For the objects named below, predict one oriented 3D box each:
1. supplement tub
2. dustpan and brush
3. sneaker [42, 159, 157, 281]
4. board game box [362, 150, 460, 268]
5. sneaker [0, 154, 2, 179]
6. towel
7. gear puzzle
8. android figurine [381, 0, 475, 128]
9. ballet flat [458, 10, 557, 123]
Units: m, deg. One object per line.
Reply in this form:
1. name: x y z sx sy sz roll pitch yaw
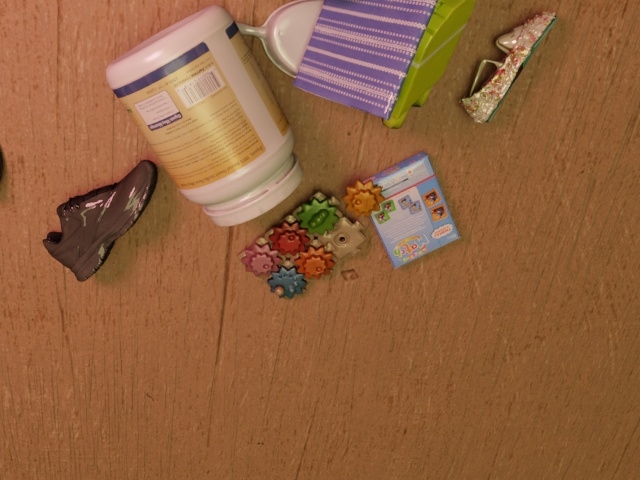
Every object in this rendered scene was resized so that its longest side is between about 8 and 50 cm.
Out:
1. supplement tub: -0.183 -0.205 0.978 0.228 0.228 0.316 -27 117 4
2. dustpan and brush: -0.074 -0.367 1.021 0.211 0.060 0.147 4 105 -19
3. sneaker: -0.421 -0.051 1.089 0.130 0.109 0.286 39 102 -17
4. board game box: 0.188 -0.061 1.219 0.160 0.039 0.212 -26 116 4
5. sneaker: -0.650 -0.186 1.009 0.097 0.084 0.235 0 118 17
6. towel: 0.093 -0.378 0.917 0.040 0.243 0.336 13 104 -45
7. gear puzzle: 0.000 0.000 1.191 0.339 0.044 0.175 -38 116 18
8. android figurine: 0.179 -0.321 0.984 0.056 0.248 0.273 37 150 14
9. ballet flat: 0.351 -0.338 1.089 0.077 0.091 0.241 32 105 1
